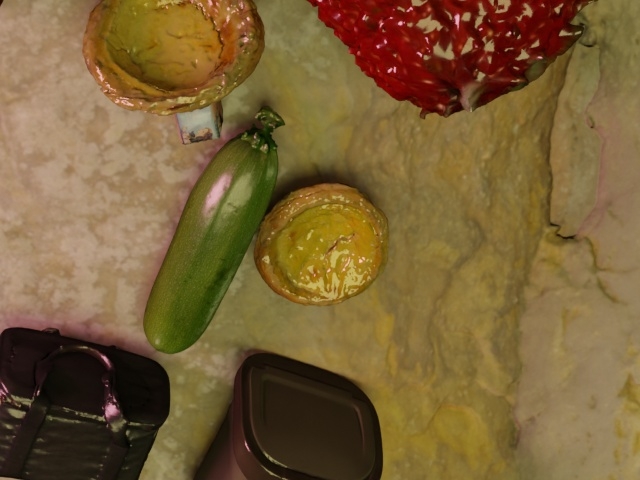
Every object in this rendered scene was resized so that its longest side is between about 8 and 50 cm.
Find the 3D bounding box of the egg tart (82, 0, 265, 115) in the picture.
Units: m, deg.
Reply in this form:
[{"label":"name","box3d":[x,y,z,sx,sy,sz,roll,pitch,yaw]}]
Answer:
[{"label":"egg tart","box3d":[-0.168,-0.228,1.744,0.212,0.213,0.090,-12,153,-2]}]

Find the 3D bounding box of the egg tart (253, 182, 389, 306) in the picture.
[{"label":"egg tart","box3d":[0.000,0.000,1.959,0.191,0.074,0.191,-4,122,-7]}]

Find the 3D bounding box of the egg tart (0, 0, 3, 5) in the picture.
[{"label":"egg tart","box3d":[-0.417,-0.316,1.642,0.202,0.147,0.203,-7,133,-7]}]

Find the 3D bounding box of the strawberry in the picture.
[{"label":"strawberry","box3d":[0.132,-0.314,1.704,0.292,0.292,0.343,-34,108,11]}]

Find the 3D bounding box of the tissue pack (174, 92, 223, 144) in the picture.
[{"label":"tissue pack","box3d":[-0.155,-0.177,1.830,0.058,0.074,0.094,-8,123,2]}]

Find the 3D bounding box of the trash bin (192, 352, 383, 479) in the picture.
[{"label":"trash bin","box3d":[-0.066,0.330,2.074,0.219,0.219,0.250,21,122,-18]}]

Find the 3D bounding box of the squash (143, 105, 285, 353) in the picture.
[{"label":"squash","box3d":[-0.139,-0.005,1.919,0.101,0.101,0.379,20,115,-20]}]

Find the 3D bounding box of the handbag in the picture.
[{"label":"handbag","box3d":[-0.331,0.218,1.975,0.254,0.181,0.181,16,124,-19]}]
